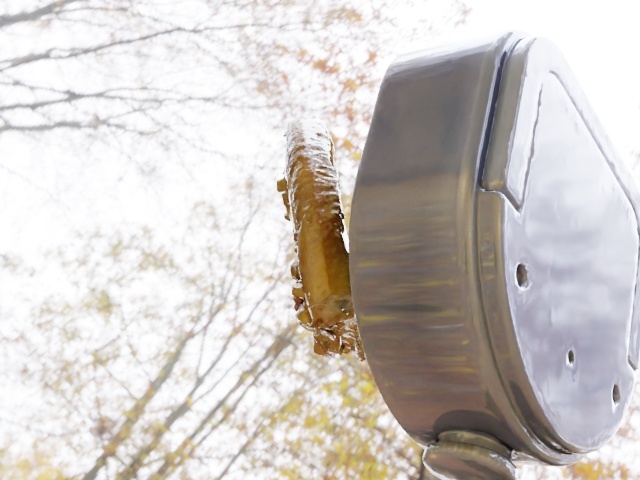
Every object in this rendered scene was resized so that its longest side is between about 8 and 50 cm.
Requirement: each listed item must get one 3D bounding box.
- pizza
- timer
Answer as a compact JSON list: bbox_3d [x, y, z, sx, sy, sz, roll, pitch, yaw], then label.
[{"bbox_3d":[0.000,0.000,1.046,0.074,0.251,0.287,-8,-20,0],"label":"pizza"},{"bbox_3d":[0.157,0.038,0.909,0.173,0.395,0.394,-4,-64,34],"label":"timer"}]
